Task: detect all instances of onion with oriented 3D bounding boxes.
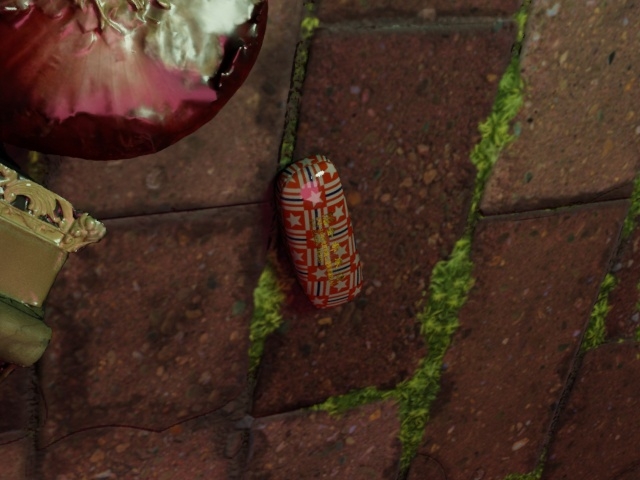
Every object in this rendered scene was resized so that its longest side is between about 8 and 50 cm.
[{"bbox_3d":[-0.180,-0.187,0.826,0.272,0.195,0.272,0,89,-8],"label":"onion"}]

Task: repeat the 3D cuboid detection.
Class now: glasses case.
[{"bbox_3d":[0.000,0.000,1.147,0.073,0.049,0.194,-25,132,-11],"label":"glasses case"}]

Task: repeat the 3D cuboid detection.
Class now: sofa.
[{"bbox_3d":[-0.321,-0.012,0.819,0.200,0.258,0.182,34,89,-43],"label":"sofa"}]
